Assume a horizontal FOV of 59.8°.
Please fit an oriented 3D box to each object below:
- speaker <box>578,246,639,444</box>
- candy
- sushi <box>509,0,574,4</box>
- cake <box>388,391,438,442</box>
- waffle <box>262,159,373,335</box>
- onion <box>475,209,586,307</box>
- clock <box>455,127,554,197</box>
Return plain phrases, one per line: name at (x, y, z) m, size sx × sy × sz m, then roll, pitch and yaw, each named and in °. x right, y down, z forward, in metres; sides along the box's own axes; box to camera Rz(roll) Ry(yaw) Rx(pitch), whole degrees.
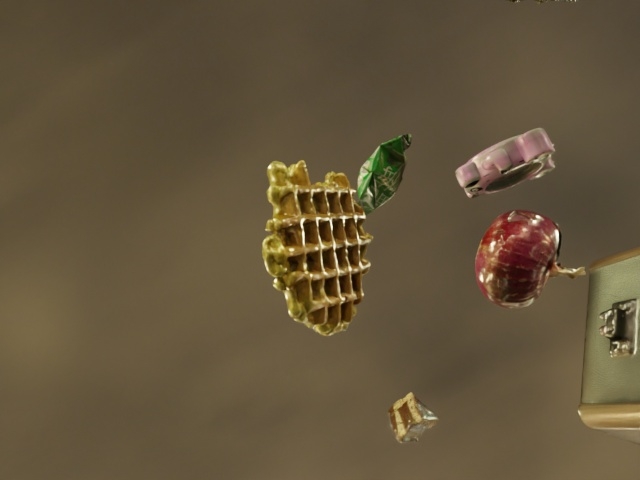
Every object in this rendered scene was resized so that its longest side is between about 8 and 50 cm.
speaker at (0.337, 0.076, 0.392) m, size 0.192 × 0.153 × 0.231 m, roll 23°, pitch -24°, yaw -14°
candy at (0.129, -0.139, 1.223) m, size 0.203 × 0.078 × 0.141 m, roll -55°, pitch -28°, yaw -4°
sushi at (0.501, -0.639, 1.207) m, size 0.343 × 0.197 × 0.182 m, roll -10°, pitch -15°, yaw -28°
cake at (0.264, 0.544, 1.726) m, size 0.112 × 0.135 × 0.246 m, roll -47°, pitch -29°, yaw 4°
waffle at (0.005, 0.004, 0.891) m, size 0.058 × 0.282 × 0.300 m, roll -7°, pitch -23°, yaw 28°
onion at (0.553, 0.062, 1.580) m, size 0.230 × 0.272 × 0.256 m, roll -47°, pitch -61°, yaw -35°
clock at (0.498, -0.199, 1.500) m, size 0.247 × 0.090 × 0.227 m, roll -24°, pitch -17°, yaw 18°
